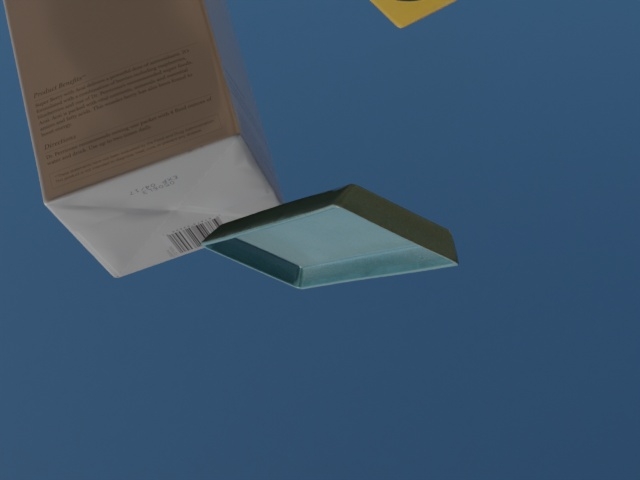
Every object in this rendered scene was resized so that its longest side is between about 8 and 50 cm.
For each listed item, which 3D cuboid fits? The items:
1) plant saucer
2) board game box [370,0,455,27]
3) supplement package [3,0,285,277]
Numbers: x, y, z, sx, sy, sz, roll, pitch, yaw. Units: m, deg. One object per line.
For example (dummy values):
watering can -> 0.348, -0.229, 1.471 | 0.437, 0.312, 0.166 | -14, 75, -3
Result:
plant saucer -> 0.000, 0.000, 0.709 | 0.067, 0.018, 0.192 | 25, 167, -19
board game box -> 0.019, -0.214, 0.353 | 0.242, 0.316, 0.064 | -24, -135, 35
supplement package -> -0.162, -0.149, 1.262 | 0.178, 0.175, 0.293 | -19, -116, 6
